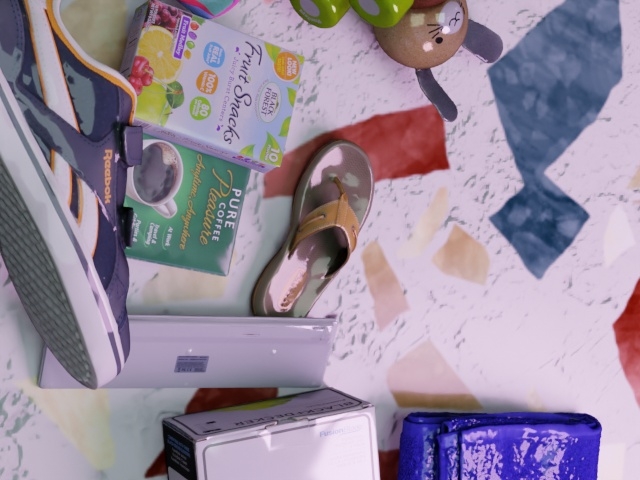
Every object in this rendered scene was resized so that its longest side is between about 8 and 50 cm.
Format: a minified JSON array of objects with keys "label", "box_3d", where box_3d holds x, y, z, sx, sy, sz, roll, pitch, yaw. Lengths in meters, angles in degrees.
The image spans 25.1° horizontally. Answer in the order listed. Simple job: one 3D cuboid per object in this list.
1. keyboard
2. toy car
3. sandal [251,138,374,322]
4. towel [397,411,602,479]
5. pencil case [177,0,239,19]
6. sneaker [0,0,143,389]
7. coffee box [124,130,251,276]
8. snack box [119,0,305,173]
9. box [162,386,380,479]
[{"label":"keyboard","box_3d":[-0.108,0.095,1.217,0.256,0.014,0.072,3,123,-24]},{"label":"toy car","box_3d":[0.094,-0.197,1.230,0.155,0.149,0.188,-51,124,-23]},{"label":"sandal","box_3d":[0.000,0.000,1.248,0.072,0.049,0.180,29,84,-23]},{"label":"towel","box_3d":[0.165,0.311,1.331,0.227,0.076,0.308,3,94,-30]},{"label":"pencil case","box_3d":[-0.154,-0.269,1.125,0.236,0.104,0.104,31,82,-24]},{"label":"sneaker","box_3d":[-0.186,-0.050,1.072,0.127,0.126,0.321,-29,112,-29]},{"label":"coffee box","box_3d":[-0.152,-0.041,1.179,0.184,0.040,0.113,10,91,-25]},{"label":"snack box","box_3d":[-0.091,-0.124,1.165,0.141,0.037,0.100,18,76,-23]},{"label":"box","box_3d":[-0.032,0.285,1.242,0.169,0.087,0.290,-9,100,-23]}]
